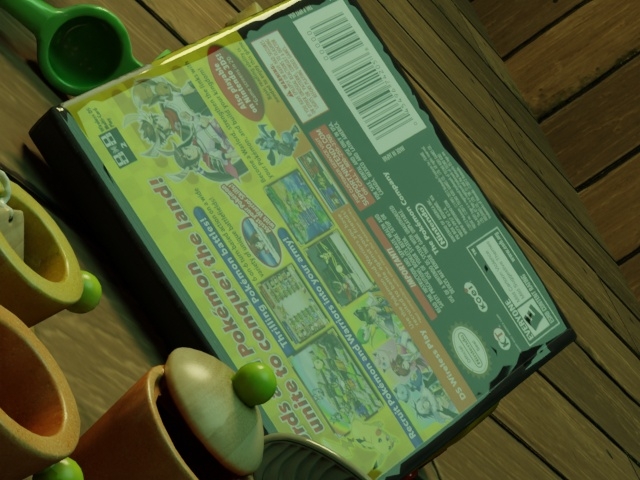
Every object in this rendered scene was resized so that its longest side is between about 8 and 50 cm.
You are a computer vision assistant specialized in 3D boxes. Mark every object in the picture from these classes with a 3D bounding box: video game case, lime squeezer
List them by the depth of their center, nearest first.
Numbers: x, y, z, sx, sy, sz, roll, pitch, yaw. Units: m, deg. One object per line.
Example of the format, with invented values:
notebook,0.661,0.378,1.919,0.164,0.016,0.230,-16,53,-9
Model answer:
video game case,0.000,0.000,0.998,0.248,0.035,0.275,-32,88,-42
lime squeezer,-0.140,-0.126,1.055,0.110,0.059,0.310,62,16,24

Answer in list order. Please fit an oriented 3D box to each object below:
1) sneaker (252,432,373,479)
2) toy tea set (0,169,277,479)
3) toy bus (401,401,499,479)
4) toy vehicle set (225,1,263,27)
sneaker,0.032,0.193,0.887,0.222,0.083,0.118,49,-5,3
toy tea set,-0.122,0.007,0.663,0.336,0.124,0.200,35,24,-54
toy bus,0.070,0.094,1.140,0.191,0.104,0.202,44,18,-38
toy vehicle set,-0.010,-0.079,1.415,0.166,0.035,0.267,48,16,-26
